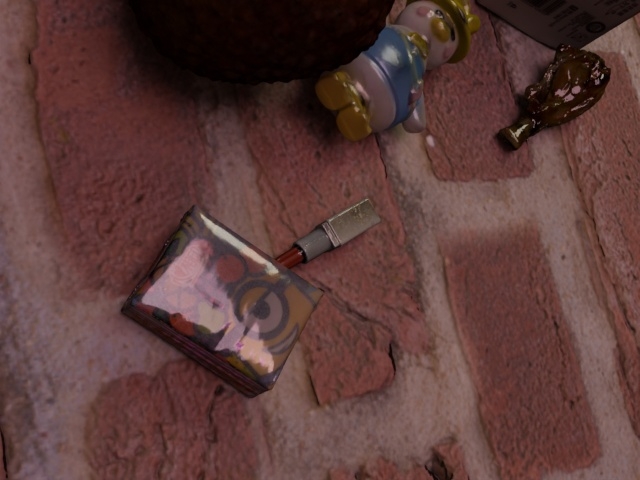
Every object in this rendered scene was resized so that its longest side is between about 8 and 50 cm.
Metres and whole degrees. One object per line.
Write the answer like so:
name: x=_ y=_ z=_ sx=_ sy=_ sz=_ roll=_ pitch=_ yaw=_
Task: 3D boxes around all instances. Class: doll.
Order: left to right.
doll: x=0.084 y=-0.195 z=0.857 sx=0.135 sy=0.098 sz=0.241 roll=41 pitch=62 yaw=13

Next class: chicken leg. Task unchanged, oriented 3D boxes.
chicken leg: x=0.276 y=-0.172 z=0.966 sx=0.178 sy=0.070 sz=0.093 roll=-41 pitch=121 yaw=-17

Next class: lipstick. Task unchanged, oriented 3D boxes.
lipstick: x=0.000 y=0.000 z=0.798 sx=0.129 sy=0.030 sz=0.030 roll=-30 pitch=90 yaw=-30

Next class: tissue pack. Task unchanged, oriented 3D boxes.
tissue pack: x=-0.085 y=0.055 z=0.725 sx=0.148 sy=0.060 sz=0.108 roll=36 pitch=62 yaw=-14
tissue pack: x=0.318 y=-0.349 z=0.937 sx=0.159 sy=0.229 sz=0.145 roll=23 pitch=67 yaw=-19

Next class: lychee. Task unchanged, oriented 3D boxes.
lychee: x=-0.054 y=-0.262 z=0.719 sx=0.261 sy=0.260 sz=0.260 roll=7 pitch=73 yaw=-24
